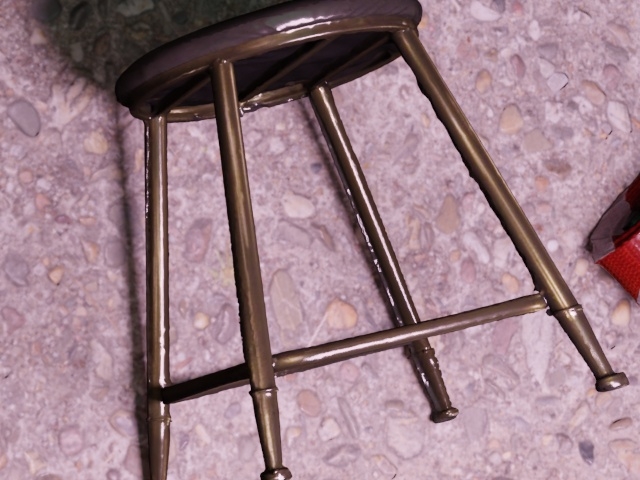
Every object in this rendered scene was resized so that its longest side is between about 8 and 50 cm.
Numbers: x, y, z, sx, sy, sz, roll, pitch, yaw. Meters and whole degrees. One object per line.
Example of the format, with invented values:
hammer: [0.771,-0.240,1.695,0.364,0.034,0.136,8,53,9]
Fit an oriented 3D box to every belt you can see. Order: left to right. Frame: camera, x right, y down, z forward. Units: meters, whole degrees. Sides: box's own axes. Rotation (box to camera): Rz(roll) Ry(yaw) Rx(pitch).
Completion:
belt: [0.400,-0.011,1.982,0.124,0.128,0.201,46,68,-12]

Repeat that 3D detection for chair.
chair: [0.000,0.000,1.694,0.362,0.365,0.410,-12,84,-24]
